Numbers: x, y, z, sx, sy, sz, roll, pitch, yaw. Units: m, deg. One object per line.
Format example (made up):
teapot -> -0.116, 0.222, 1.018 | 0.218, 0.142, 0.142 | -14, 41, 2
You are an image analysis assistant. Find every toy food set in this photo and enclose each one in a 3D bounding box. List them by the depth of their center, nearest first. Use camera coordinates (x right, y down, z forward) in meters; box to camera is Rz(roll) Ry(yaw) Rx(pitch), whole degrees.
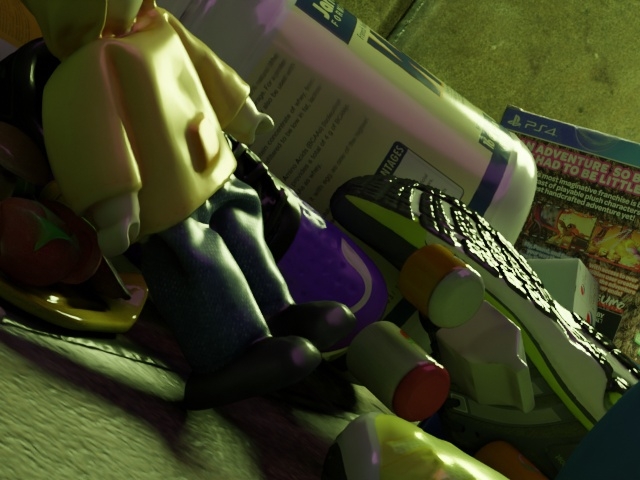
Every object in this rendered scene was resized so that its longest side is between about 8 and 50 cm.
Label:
toy food set -> -0.154, -0.014, 0.852 | 0.128, 0.071, 0.218 | 37, 6, 14
toy food set -> 0.094, 0.120, 0.959 | 0.104, 0.111, 0.232 | 41, -24, 43

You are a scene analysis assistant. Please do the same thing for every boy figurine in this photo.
boy figurine -> -0.079, -0.059, 0.853 | 0.177, 0.092, 0.285 | -35, 106, -58

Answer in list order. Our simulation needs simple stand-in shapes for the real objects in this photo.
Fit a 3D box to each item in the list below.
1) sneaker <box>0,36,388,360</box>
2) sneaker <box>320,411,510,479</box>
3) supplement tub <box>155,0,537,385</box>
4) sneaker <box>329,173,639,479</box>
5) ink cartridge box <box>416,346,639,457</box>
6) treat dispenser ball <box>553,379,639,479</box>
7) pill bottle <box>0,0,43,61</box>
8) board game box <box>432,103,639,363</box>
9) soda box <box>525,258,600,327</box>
sneaker -> -0.082, -0.029, 0.981 | 0.293, 0.102, 0.146 | 29, -29, -3
sneaker -> 0.166, 0.189, 0.714 | 0.385, 0.147, 0.145 | 37, 7, 22
supplement tub -> -0.025, -0.064, 1.218 | 0.325, 0.235, 0.235 | 35, 5, -11
sneaker -> 0.110, 0.076, 1.088 | 0.300, 0.121, 0.111 | 44, 15, -9
ink cartridge box -> 0.242, 0.183, 1.274 | 0.395, 0.151, 0.270 | 36, 5, 17
treat dispenser ball -> 0.195, 0.150, 0.480 | 0.288, 0.288, 0.288 | 36, 5, -4
pill bottle -> -0.263, -0.141, 1.090 | 0.103, 0.103, 0.184 | 40, 6, 33
board game box -> 0.275, 0.031, 1.739 | 0.232, 0.291, 0.141 | 20, -4, 31
soda box -> 0.175, 0.064, 1.653 | 0.216, 0.069, 0.074 | -2, -25, 28
